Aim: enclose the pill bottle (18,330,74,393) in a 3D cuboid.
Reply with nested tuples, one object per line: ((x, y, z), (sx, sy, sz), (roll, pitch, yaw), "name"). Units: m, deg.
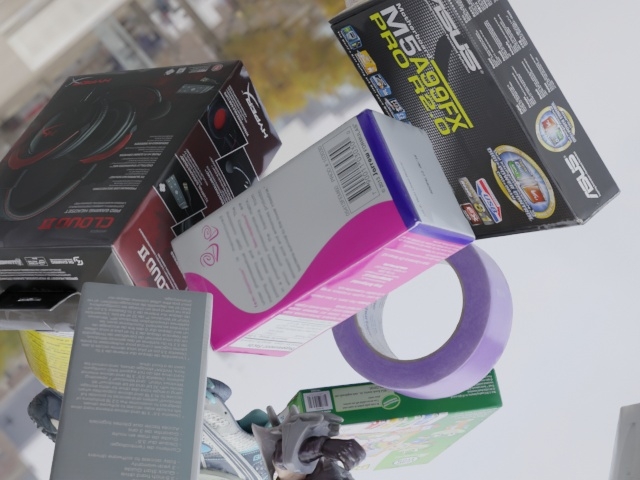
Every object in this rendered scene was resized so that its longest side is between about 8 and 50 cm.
((-0.301, 0.092, 1.989), (0.188, 0.188, 0.334), (-45, 157, -27), "pill bottle")

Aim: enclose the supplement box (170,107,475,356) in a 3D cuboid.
((0.000, 0.000, 1.295), (0.220, 0.111, 0.114), (-32, 158, 24), "supplement box")

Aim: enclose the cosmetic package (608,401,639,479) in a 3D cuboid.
((0.422, 0.316, 1.827), (0.224, 0.138, 0.225), (89, 14, -82), "cosmetic package")

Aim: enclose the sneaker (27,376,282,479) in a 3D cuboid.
((-0.154, 0.176, 1.490), (0.110, 0.283, 0.122), (25, -91, 51), "sneaker")

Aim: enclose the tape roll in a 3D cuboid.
((0.111, 0.077, 1.692), (0.189, 0.189, 0.080), (-38, 154, 13), "tape roll")

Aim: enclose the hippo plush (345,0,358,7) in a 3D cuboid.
((0.130, -0.376, 2.010), (0.236, 0.234, 0.294), (-47, -161, 7), "hippo plush")

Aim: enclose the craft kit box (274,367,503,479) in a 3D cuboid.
((0.057, 0.227, 1.849), (0.250, 0.061, 0.246), (-5, 161, -20), "craft kit box")

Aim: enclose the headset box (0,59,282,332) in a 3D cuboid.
((-0.199, -0.032, 1.419), (0.218, 0.110, 0.293), (-1, -138, 33), "headset box")

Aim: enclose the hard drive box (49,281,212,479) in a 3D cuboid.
((-0.123, 0.172, 0.970), (0.232, 0.089, 0.181), (-89, -175, -46), "hard drive box")

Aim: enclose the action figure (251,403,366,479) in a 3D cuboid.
((0.023, 0.221, 1.075), (0.099, 0.185, 0.285), (-33, -154, 4), "action figure")

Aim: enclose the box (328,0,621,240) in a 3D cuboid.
((0.141, -0.131, 1.468), (0.060, 0.270, 0.216), (-37, -168, -22), "box")
